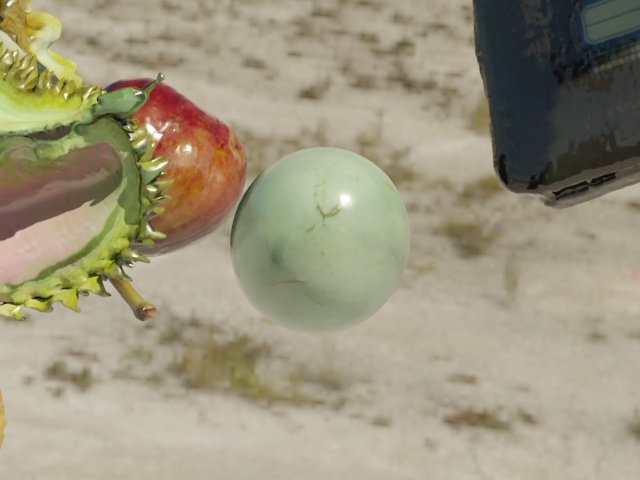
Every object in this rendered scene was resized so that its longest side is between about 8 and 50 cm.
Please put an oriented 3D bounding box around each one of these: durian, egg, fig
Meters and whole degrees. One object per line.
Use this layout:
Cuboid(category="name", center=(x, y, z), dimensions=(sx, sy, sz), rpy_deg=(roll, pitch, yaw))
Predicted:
Cuboid(category="durian", center=(-0.166, -0.038, 0.810), dimensions=(0.220, 0.137, 0.095), rpy_deg=(6, 35, 17))
Cuboid(category="egg", center=(0.000, 0.000, 1.560), dimensions=(0.168, 0.168, 0.231), rpy_deg=(3, -19, -8))
Cuboid(category="fig", center=(-0.207, -0.049, 1.862), dimensions=(0.203, 0.249, 0.186), rpy_deg=(39, -18, -18))

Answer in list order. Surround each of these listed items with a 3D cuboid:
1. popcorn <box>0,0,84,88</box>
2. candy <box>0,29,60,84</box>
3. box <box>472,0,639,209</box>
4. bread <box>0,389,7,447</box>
Cuboid(category="popcorn", center=(-0.291, -0.142, 1.397), dimensions=(0.197, 0.213, 0.198), rpy_deg=(17, 18, -6))
Cuboid(category="candy", center=(-0.238, -0.086, 1.126), dimensions=(0.234, 0.102, 0.104), rpy_deg=(42, -17, -19))
Cuboid(category="box", center=(0.341, -0.237, 1.844), dimensions=(0.359, 0.350, 0.091), rpy_deg=(-20, -23, 31))
Cuboid(category="bread", center=(-0.374, 0.174, 1.399), dimensions=(0.240, 0.240, 0.139), rpy_deg=(-2, 45, -28))
